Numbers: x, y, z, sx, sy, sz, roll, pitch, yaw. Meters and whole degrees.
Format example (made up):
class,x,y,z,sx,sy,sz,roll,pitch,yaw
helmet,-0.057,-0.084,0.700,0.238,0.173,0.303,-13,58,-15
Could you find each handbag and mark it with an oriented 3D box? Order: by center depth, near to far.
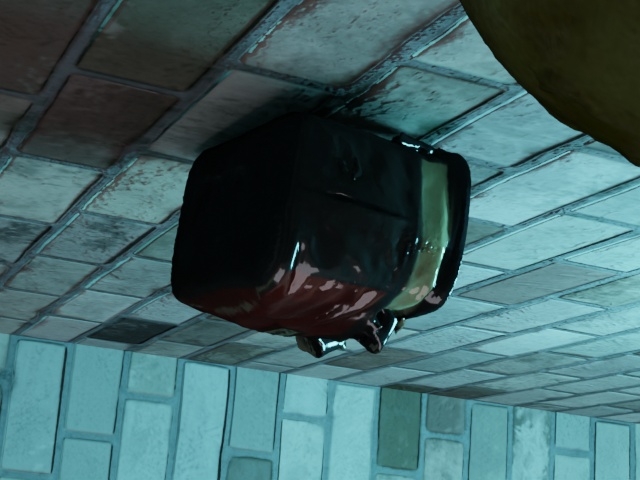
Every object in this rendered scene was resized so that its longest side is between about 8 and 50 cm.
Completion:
class,x,y,z,sx,sy,sz,roll,pitch,yaw
handbag,0.000,0.000,1.023,0.181,0.181,0.254,14,165,-25

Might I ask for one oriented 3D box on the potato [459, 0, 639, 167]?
class,x,y,z,sx,sy,sz,roll,pitch,yaw
potato,0.214,-0.105,0.359,0.359,0.219,0.270,17,-151,20
